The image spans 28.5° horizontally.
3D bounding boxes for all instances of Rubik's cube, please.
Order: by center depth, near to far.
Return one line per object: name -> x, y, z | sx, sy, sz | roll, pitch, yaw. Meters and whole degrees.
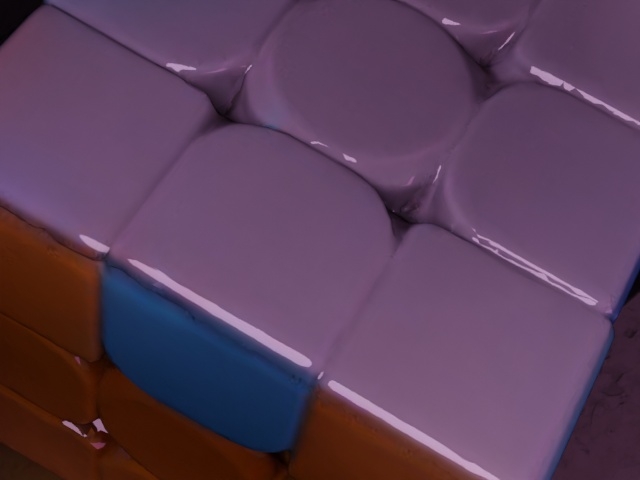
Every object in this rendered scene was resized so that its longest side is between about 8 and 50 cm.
Rubik's cube -> 0.000, 0.000, 0.664 | 0.290, 0.291, 0.292 | -56, 171, -31

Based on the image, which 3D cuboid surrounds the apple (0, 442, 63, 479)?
apple -> -0.112, 0.218, 0.930 | 0.391, 0.346, 0.392 | -10, 111, -26
